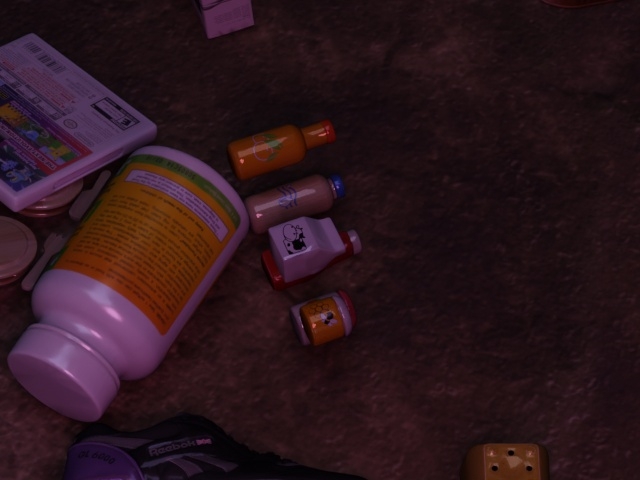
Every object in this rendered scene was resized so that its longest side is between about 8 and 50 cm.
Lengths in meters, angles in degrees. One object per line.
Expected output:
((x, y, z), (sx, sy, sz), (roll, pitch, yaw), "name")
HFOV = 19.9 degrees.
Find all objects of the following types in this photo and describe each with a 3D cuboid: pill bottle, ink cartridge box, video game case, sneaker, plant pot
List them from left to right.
((-0.298, -0.122, 1.831), (0.201, 0.023, 0.183), (37, 49, 28), "video game case")
((-0.182, 0.042, 1.690), (0.136, 0.136, 0.245), (24, 60, 16), "pill bottle")
((-0.116, -0.293, 1.909), (0.056, 0.135, 0.099), (-20, 58, -8), "ink cartridge box")
((-0.089, 0.202, 1.609), (0.283, 0.107, 0.124), (0, 51, 1), "sneaker")
((0.166, 0.217, 1.604), (0.081, 0.083, 0.081), (0, 56, 1), "plant pot")

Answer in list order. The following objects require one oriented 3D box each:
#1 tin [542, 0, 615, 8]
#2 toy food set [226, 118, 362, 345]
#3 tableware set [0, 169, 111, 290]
((0.311, -0.310, 1.974), (0.190, 0.040, 0.106), (-11, 53, -6), "tin")
((0.000, 0.000, 1.730), (0.105, 0.111, 0.232), (-19, 56, -11), "toy food set")
((-0.294, -0.016, 1.761), (0.128, 0.039, 0.194), (18, 43, 11), "tableware set")
